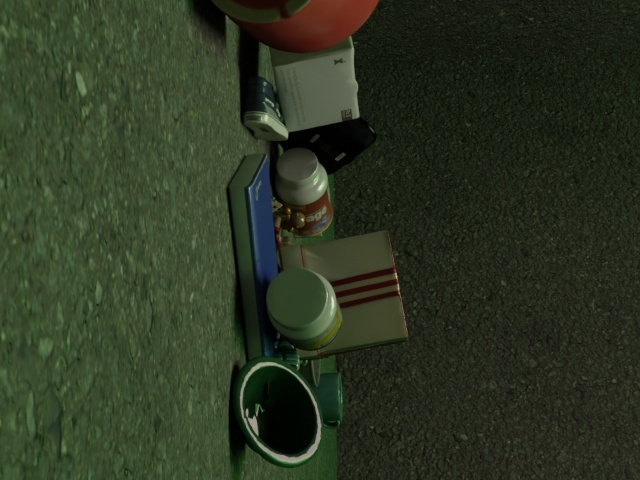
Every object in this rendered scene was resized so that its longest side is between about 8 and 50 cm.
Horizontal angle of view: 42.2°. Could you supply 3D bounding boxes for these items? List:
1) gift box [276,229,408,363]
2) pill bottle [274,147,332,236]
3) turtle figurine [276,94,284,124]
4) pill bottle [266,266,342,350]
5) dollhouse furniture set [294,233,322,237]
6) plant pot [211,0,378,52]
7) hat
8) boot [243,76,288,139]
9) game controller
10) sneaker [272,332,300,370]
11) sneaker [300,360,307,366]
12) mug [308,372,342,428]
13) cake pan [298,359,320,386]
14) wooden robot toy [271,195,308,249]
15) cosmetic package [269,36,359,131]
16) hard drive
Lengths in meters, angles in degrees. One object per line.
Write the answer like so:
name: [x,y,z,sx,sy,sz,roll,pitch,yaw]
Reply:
gift box: [0.032,0.108,1.695,0.276,0.258,0.255,62,18,-74]
pill bottle: [-0.040,-0.110,1.873,0.216,0.121,0.121,79,10,-59]
turtle figurine: [-0.042,-0.339,2.024,0.175,0.118,0.234,70,26,-20]
pill bottle: [-0.028,0.116,1.410,0.208,0.119,0.119,71,17,-73]
dollhouse furniture set: [0.000,0.000,2.244,0.129,0.129,0.183,5,82,-85]
plant pot: [-0.052,-0.408,1.202,0.243,0.275,0.275,-45,133,-72]
hat: [-0.112,0.309,1.349,0.208,0.183,0.173,51,40,-9]
boot: [-0.098,-0.241,1.544,0.190,0.069,0.086,41,53,-83]
game controller: [0.007,-0.226,1.807,0.067,0.166,0.319,-67,-167,-16]
sneaker: [-0.076,0.242,1.497,0.223,0.083,0.098,-78,169,-75]
sneaker: [-0.049,0.232,1.841,0.098,0.038,0.069,85,5,-51]
mug: [0.008,0.447,2.292,0.129,0.097,0.157,55,34,-82]
cake pan: [-0.037,0.229,2.128,0.293,0.054,0.293,-3,90,-85]
wooden robot toy: [-0.065,-0.029,1.775,0.173,0.079,0.076,82,7,-47]
cosmetic package: [-0.033,-0.432,1.611,0.217,0.156,0.385,78,2,-61]
hard drive: [-0.109,0.030,1.444,0.210,0.040,0.318,-80,166,-69]
